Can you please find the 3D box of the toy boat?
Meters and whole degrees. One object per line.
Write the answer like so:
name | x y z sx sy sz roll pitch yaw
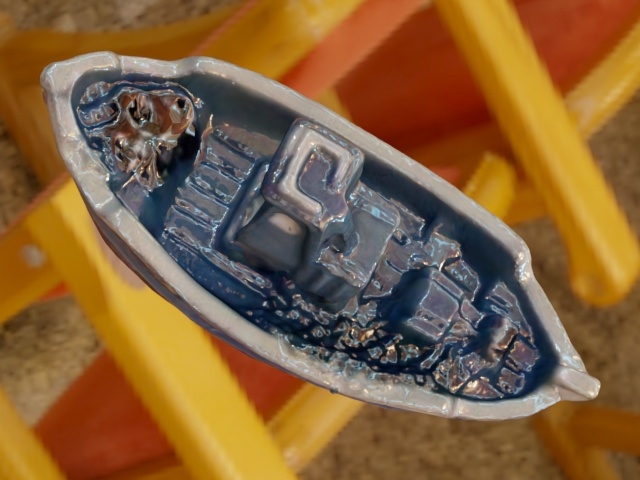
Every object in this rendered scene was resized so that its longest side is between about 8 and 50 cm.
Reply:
toy boat | 0.000 0.000 0.924 0.309 0.142 0.129 31 71 -9
